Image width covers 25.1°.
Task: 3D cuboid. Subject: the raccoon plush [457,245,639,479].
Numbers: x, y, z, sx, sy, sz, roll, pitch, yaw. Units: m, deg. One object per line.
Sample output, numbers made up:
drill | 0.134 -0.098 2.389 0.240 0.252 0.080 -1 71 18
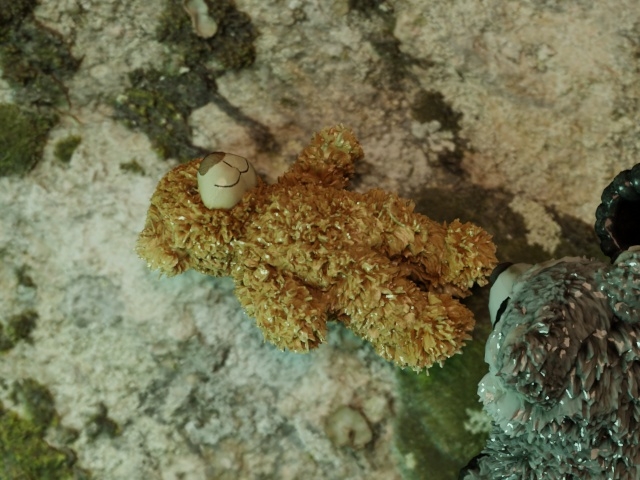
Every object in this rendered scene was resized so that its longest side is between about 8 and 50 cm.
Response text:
raccoon plush | 0.301 0.184 1.140 0.446 0.299 0.216 33 68 14

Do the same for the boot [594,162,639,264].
boot | 0.429 0.004 1.201 0.348 0.260 0.131 3 90 31

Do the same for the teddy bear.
teddy bear | 0.000 0.000 1.332 0.338 0.113 0.245 35 67 15
